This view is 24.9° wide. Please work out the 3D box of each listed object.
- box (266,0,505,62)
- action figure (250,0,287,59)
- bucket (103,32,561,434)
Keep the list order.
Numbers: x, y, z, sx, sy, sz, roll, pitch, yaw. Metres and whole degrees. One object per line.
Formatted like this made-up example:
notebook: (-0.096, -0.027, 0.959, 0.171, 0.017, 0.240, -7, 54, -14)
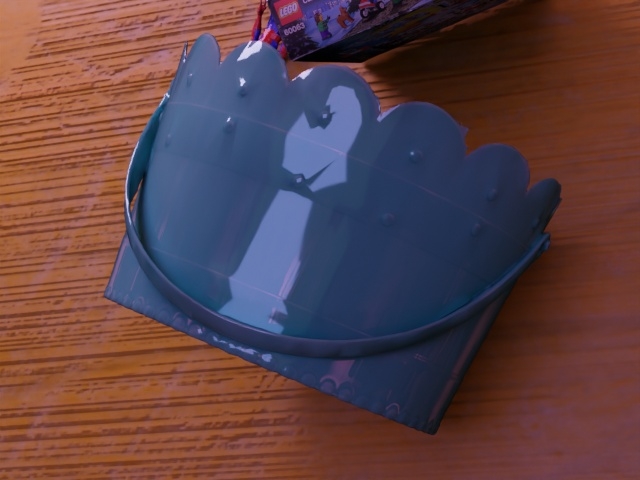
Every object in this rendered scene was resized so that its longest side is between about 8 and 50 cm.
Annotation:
box: (0.069, -0.172, 0.998, 0.159, 0.233, 0.044, -21, 92, 14)
action figure: (-0.032, -0.173, 1.151, 0.038, 0.030, 0.115, 29, 88, 21)
bucket: (0.000, 0.000, 0.961, 0.281, 0.281, 0.183, 20, 85, 25)
